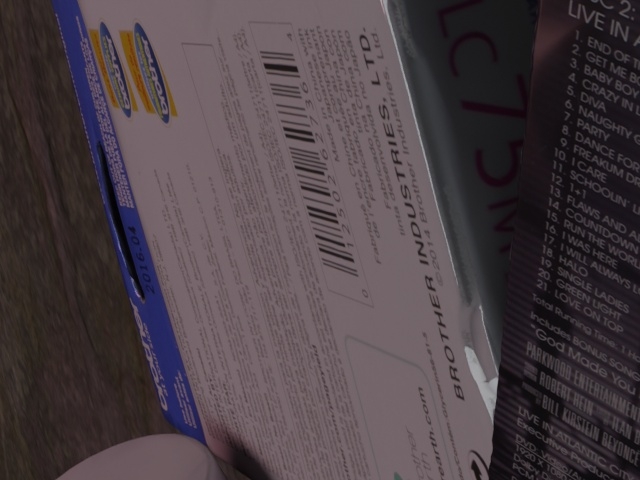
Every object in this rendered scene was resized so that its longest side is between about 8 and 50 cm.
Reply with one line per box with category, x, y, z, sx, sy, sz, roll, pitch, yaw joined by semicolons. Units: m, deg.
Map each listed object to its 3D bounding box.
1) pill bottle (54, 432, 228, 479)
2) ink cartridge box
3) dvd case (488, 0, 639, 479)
pill bottle;-0.036;0.168;0.656;0.186;0.112;0.112;62;165;-25
ink cartridge box;0.000;0.000;0.564;0.311;0.065;0.186;14;122;64
dvd case;0.102;0.021;0.311;0.164;0.018;0.221;31;139;32
